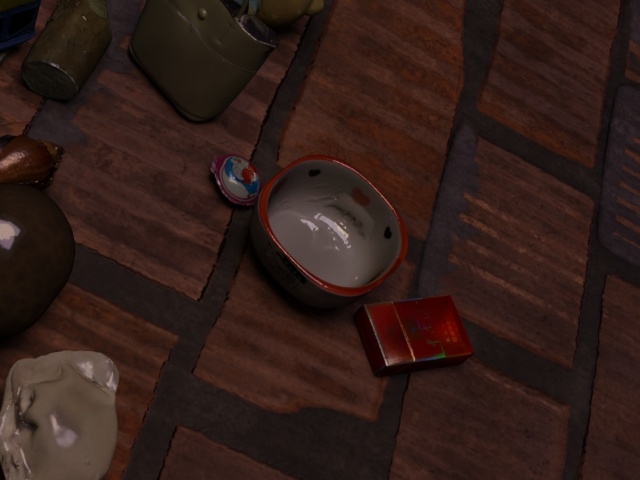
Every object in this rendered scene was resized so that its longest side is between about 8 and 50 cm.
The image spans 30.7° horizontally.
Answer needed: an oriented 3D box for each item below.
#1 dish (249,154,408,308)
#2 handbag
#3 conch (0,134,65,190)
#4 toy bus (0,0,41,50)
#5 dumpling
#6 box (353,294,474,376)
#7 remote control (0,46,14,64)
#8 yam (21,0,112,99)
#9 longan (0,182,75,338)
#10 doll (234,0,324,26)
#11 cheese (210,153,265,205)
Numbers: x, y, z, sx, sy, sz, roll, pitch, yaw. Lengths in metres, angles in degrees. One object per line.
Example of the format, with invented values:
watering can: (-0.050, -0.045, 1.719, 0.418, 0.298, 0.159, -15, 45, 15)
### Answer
dish: (0.000, 0.000, 1.843, 0.256, 0.117, 0.256, 14, 54, -20)
handbag: (-0.174, -0.349, 1.845, 0.241, 0.315, 0.109, 47, 47, 5)
conch: (-0.445, -0.110, 1.669, 0.086, 0.080, 0.232, 39, 23, 28)
toy bus: (-0.553, -0.433, 1.762, 0.288, 0.175, 0.138, 45, 48, 15)
dumpling: (-0.338, 0.245, 1.483, 0.162, 0.132, 0.250, 23, 51, -19)
box: (0.150, 0.150, 1.872, 0.175, 0.048, 0.112, -5, 63, -32)
remote control: (-0.520, -0.288, 1.800, 0.065, 0.029, 0.166, 25, 46, -6)
yam: (-0.386, -0.334, 1.861, 0.106, 0.106, 0.259, 27, 52, -11)
longan: (-0.425, 0.023, 1.547, 0.198, 0.198, 0.212, 34, 66, -5)
doll: (-0.129, -0.447, 2.038, 0.260, 0.161, 0.177, -17, 68, -34)
cheese: (-0.116, -0.088, 1.886, 0.145, 0.038, 0.095, 33, 51, -22)
